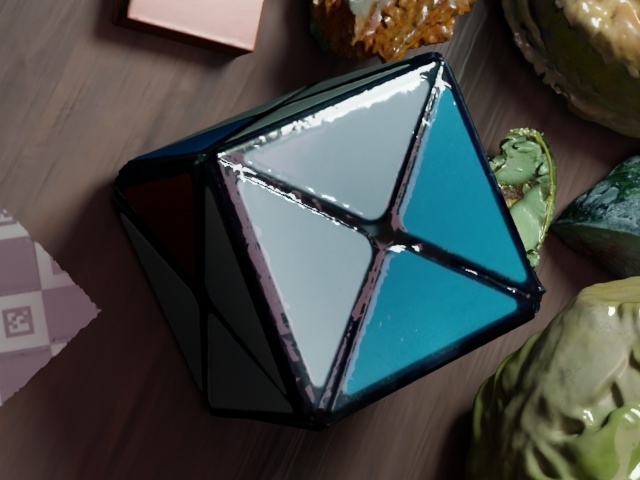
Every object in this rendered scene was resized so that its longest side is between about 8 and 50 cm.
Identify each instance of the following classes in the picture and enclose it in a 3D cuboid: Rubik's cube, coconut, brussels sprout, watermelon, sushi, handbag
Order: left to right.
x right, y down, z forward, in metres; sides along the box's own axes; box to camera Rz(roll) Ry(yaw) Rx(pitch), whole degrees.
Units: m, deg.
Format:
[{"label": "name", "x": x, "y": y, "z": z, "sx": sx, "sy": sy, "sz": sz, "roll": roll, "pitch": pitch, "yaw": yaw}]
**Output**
[{"label": "sushi", "x": -0.343, "y": 0.051, "z": 1.463, "sx": 0.219, "sy": 0.047, "sz": 0.231, "roll": -45, "pitch": 100, "yaw": -16}, {"label": "handbag", "x": -0.106, "y": -0.273, "z": 1.587, "sx": 0.127, "sy": 0.063, "sz": 0.190, "roll": 12, "pitch": 85, "yaw": -23}, {"label": "Rubik's cube", "x": 0.000, "y": 0.000, "z": 1.511, "sx": 0.246, "sy": 0.250, "sz": 0.248, "roll": -26, "pitch": 99, "yaw": -24}, {"label": "coconut", "x": 0.166, "y": -0.024, "z": 1.691, "sx": 0.158, "sy": 0.055, "sz": 0.133, "roll": -28, "pitch": 99, "yaw": -22}, {"label": "brussels sprout", "x": 0.257, "y": 0.191, "z": 1.605, "sx": 0.242, "sy": 0.274, "sz": 0.317, "roll": 5, "pitch": 79, "yaw": -1}, {"label": "watermelon", "x": 0.402, "y": 0.012, "z": 1.774, "sx": 0.320, "sy": 0.214, "sz": 0.289, "roll": 17, "pitch": 38, "yaw": 15}]

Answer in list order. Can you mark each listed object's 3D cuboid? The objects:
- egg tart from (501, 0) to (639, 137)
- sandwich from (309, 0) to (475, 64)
[{"label": "egg tart", "x": 0.328, "y": -0.258, "z": 1.652, "sx": 0.352, "sy": 0.150, "sz": 0.352, "roll": 4, "pitch": 104, "yaw": 17}, {"label": "sandwich", "x": 0.080, "y": -0.238, "z": 1.615, "sx": 0.185, "sy": 0.160, "sz": 0.109, "roll": -21, "pitch": 112, "yaw": -20}]
